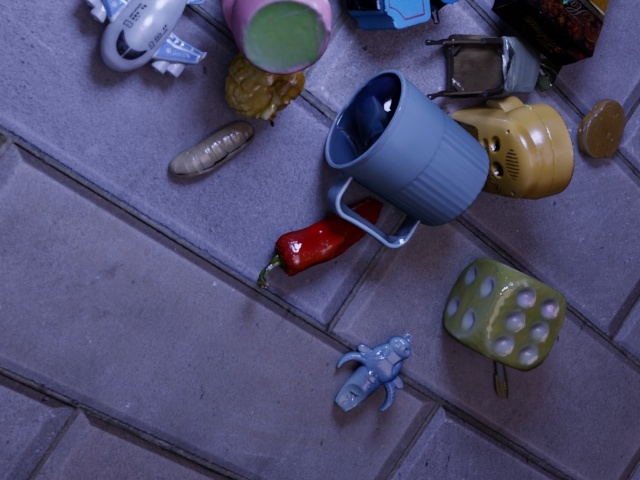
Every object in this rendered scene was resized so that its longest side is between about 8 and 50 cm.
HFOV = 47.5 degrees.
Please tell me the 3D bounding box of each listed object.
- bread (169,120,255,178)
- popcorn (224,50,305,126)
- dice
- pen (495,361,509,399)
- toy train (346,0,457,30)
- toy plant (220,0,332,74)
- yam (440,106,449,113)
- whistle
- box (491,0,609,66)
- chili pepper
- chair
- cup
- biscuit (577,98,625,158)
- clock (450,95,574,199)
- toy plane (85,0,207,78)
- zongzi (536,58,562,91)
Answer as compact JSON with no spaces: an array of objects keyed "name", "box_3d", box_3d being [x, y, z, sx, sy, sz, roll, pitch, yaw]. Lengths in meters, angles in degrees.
[{"name":"bread","box_3d":[-0.236,-0.199,1.628,0.214,0.053,0.073,-32,118,-13]},{"name":"popcorn","box_3d":[-0.123,-0.337,1.575,0.180,0.180,0.170,-35,110,-12]},{"name":"dice","box_3d":[0.486,0.194,1.936,0.226,0.233,0.238,24,92,-19]},{"name":"pen","box_3d":[0.522,0.363,2.123,0.040,0.032,0.233,-11,108,4]},{"name":"toy train","box_3d":[0.174,-0.620,1.609,0.265,0.188,0.300,-24,114,-27]},{"name":"toy plant","box_3d":[-0.076,-0.492,1.483,0.317,0.356,0.211,8,126,-23]},{"name":"yam","box_3d":[0.275,-0.315,1.837,0.116,0.021,0.021,-19,110,-19]},{"name":"whistle","box_3d":[0.144,0.344,1.918,0.180,0.093,0.269,44,84,-2]},{"name":"box","box_3d":[0.595,-0.669,1.772,0.264,0.116,0.415,30,74,-28]},{"name":"chili pepper","box_3d":[0.000,0.000,1.759,0.387,0.110,0.110,-26,113,-21]},{"name":"chair","box_3d":[0.401,-0.430,1.790,0.319,0.186,0.160,-24,114,-53]},{"name":"cup","box_3d":[0.200,-0.175,1.696,0.311,0.257,0.331,31,65,-29]},{"name":"biscuit","box_3d":[0.789,-0.309,2.050,0.170,0.050,0.170,-11,112,-28]},{"name":"clock","box_3d":[0.481,-0.218,1.792,0.200,0.317,0.244,-18,111,-12]},{"name":"toy plane","box_3d":[-0.345,-0.454,1.475,0.267,0.122,0.267,-6,108,-20]},{"name":"zongzi","box_3d":[0.590,-0.471,1.920,0.109,0.055,0.119,40,74,-22]}]
